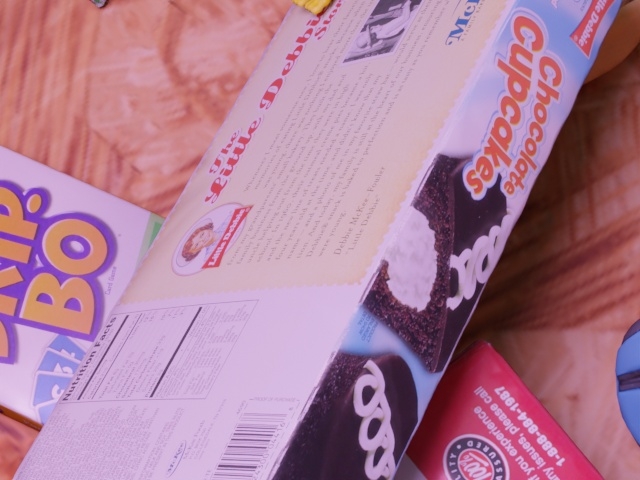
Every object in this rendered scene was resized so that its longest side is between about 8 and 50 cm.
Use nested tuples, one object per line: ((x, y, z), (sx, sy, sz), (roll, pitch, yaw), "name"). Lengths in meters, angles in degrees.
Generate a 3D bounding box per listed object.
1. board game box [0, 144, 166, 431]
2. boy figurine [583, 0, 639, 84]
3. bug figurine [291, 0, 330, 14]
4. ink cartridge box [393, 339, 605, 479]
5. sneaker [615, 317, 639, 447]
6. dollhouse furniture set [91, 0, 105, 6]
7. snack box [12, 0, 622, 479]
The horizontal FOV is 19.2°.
((-0.121, 0.037, 0.958), (0.259, 0.039, 0.124), (23, 73, 15), "board game box")
((0.169, -0.203, 0.988), (0.177, 0.092, 0.285), (31, 73, 11), "boy figurine")
((0.048, -0.247, 0.973), (0.279, 0.072, 0.216), (-46, 38, -9), "bug figurine")
((0.027, 0.210, 0.838), (0.273, 0.114, 0.197), (-37, 72, -8), "ink cartridge box")
((0.310, 0.064, 0.875), (0.341, 0.140, 0.125), (-1, 103, 22), "sneaker")
((-0.142, -0.312, 1.020), (0.198, 0.151, 0.301), (22, 74, 12), "dollhouse furniture set")
((0.000, 0.000, 0.854), (0.187, 0.060, 0.322), (-6, 48, 50), "snack box")
